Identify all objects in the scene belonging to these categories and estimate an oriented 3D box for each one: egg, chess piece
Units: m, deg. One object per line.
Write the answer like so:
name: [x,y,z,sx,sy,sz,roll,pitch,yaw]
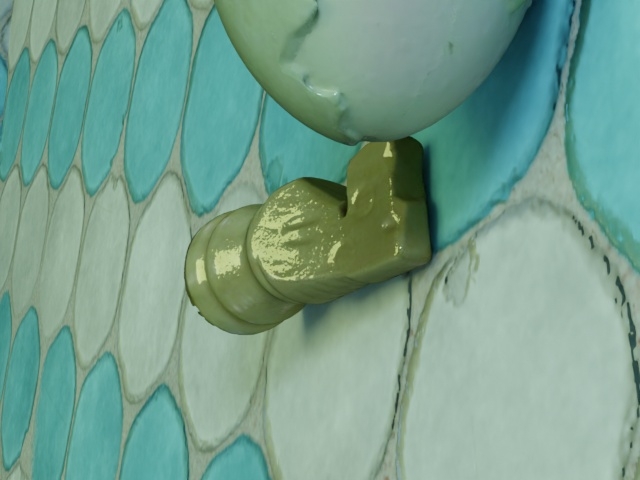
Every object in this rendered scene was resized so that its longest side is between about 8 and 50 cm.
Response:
egg: [0.026,-0.154,0.705,0.183,0.183,0.217,167,111,-66]
chess piece: [0.000,0.000,0.860,0.200,0.090,0.090,-23,60,52]
